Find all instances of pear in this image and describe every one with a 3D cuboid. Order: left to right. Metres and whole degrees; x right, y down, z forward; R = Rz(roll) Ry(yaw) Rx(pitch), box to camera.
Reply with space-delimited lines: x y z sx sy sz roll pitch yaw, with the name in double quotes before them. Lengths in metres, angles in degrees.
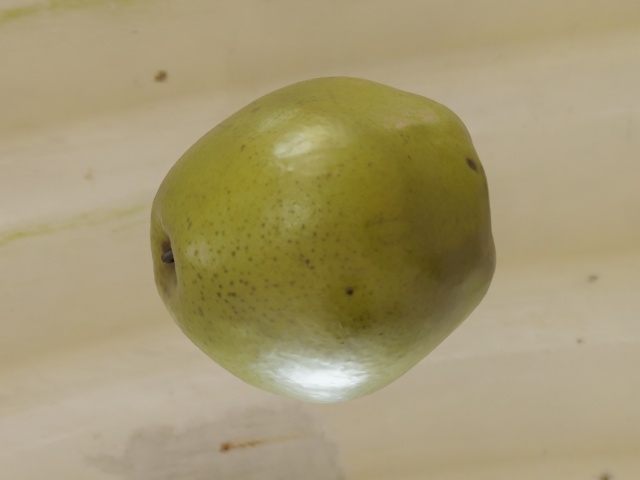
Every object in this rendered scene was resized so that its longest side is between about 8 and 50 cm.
"pear" 0.000 0.000 1.118 0.294 0.294 0.294 -11 -76 -53
